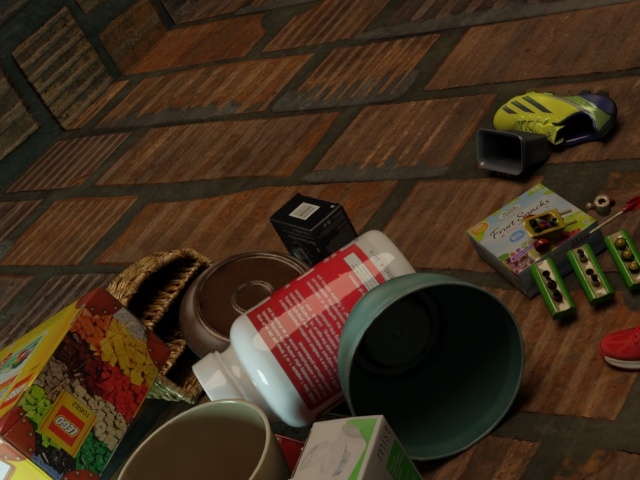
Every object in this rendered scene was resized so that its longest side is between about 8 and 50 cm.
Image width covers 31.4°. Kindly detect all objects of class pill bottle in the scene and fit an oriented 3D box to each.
[{"bbox_3d":[-0.008,0.179,1.999,0.408,0.229,0.229,-33,29,-6],"label":"pill bottle"}]

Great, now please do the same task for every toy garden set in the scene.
[{"bbox_3d":[0.470,0.001,1.935,0.244,0.049,0.204,-22,52,5],"label":"toy garden set"}]

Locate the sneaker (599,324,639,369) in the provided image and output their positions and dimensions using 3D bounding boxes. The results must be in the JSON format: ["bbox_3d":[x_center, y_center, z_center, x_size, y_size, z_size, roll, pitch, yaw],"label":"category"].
[{"bbox_3d":[0.516,0.120,1.720,0.221,0.128,0.087,-12,34,29],"label":"sneaker"}]

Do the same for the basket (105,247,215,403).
[{"bbox_3d":[-0.306,0.156,2.318,0.223,0.213,0.299,-2,40,41],"label":"basket"}]

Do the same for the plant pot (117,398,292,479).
[{"bbox_3d":[-0.127,0.420,1.685,0.256,0.274,0.256,-22,31,14],"label":"plant pot"}]

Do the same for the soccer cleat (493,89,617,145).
[{"bbox_3d":[0.474,-0.246,2.368,0.289,0.093,0.121,-1,47,42],"label":"soccer cleat"}]

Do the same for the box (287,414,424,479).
[{"bbox_3d":[0.049,0.416,1.579,0.127,0.231,0.262,-11,33,30],"label":"box"}]

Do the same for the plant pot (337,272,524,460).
[{"bbox_3d":[0.150,0.174,1.816,0.293,0.293,0.196,-33,24,-6],"label":"plant pot"}]

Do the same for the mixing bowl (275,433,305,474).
[{"bbox_3d":[-0.046,0.371,1.827,0.181,0.181,0.098,4,73,45],"label":"mixing bowl"}]

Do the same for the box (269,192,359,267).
[{"bbox_3d":[0.000,0.000,2.340,0.093,0.158,0.156,-42,31,-22],"label":"box"}]

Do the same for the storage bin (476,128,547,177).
[{"bbox_3d":[0.401,-0.184,2.350,0.091,0.098,0.135,-14,18,-31],"label":"storage bin"}]

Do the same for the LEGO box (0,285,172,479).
[{"bbox_3d":[-0.556,0.350,2.123,0.500,0.193,0.372,-30,24,40],"label":"LEGO box"}]

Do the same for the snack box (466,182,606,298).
[{"bbox_3d":[0.391,-0.003,2.085,0.174,0.070,0.207,-34,28,-5],"label":"snack box"}]

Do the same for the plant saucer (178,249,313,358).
[{"bbox_3d":[-0.127,0.124,2.245,0.311,0.050,0.310,-2,47,2],"label":"plant saucer"}]
